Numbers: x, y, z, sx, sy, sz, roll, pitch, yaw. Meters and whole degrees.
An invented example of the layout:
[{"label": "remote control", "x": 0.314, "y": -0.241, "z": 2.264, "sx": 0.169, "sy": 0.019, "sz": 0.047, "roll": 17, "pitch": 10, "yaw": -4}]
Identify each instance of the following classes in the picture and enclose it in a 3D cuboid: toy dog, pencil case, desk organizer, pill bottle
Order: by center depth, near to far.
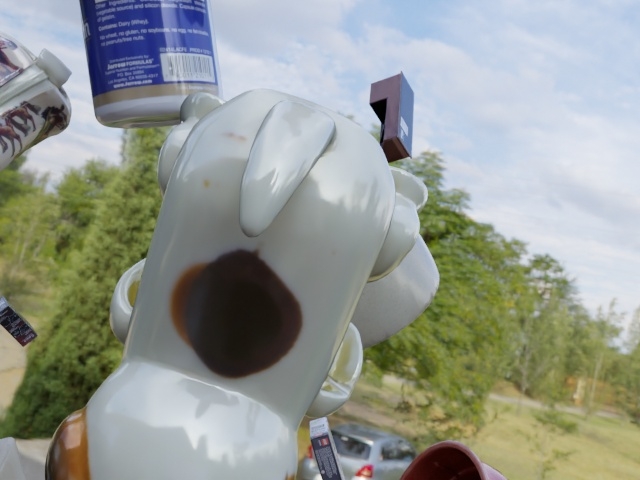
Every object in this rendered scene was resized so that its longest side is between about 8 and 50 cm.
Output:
[{"label": "toy dog", "x": -0.065, "y": 0.094, "z": 0.607, "sx": 0.285, "sy": 0.407, "sz": 0.395, "roll": 22, "pitch": -4, "yaw": -13}, {"label": "pencil case", "x": -0.464, "y": -0.080, "z": 0.723, "sx": 0.184, "sy": 0.410, "sz": 0.159, "roll": 7, "pitch": -43, "yaw": 36}, {"label": "pill bottle", "x": -0.204, "y": -0.272, "z": 0.772, "sx": 0.153, "sy": 0.264, "sz": 0.153, "roll": -6, "pitch": 5, "yaw": 1}, {"label": "desk organizer", "x": 0.098, "y": -0.170, "z": 0.914, "sx": 0.050, "sy": 0.130, "sz": 0.047, "roll": -14, "pitch": -40, "yaw": 27}]

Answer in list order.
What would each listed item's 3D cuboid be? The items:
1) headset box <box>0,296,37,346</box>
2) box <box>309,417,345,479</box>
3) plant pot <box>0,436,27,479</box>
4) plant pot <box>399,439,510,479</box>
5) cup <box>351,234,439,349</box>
[{"label": "headset box", "x": -0.526, "y": 0.142, "z": 1.127, "sx": 0.062, "sy": 0.032, "sz": 0.083, "roll": 20, "pitch": -34, "yaw": 54}, {"label": "box", "x": 0.025, "y": 0.453, "z": 1.248, "sx": 0.036, "sy": 0.206, "sz": 0.114, "roll": -16, "pitch": 0, "yaw": -1}, {"label": "plant pot", "x": -0.465, "y": 0.348, "z": 0.883, "sx": 0.109, "sy": 0.108, "sz": 0.096, "roll": -11, "pitch": 18, "yaw": -11}, {"label": "plant pot", "x": 0.263, "y": 0.467, "z": 0.947, "sx": 0.265, "sy": 0.272, "sz": 0.272, "roll": 26, "pitch": -9, "yaw": -15}, {"label": "cup", "x": 0.000, "y": 0.000, "z": 1.065, "sx": 0.331, "sy": 0.236, "sz": 0.331, "roll": -18, "pitch": 24, "yaw": 8}]
